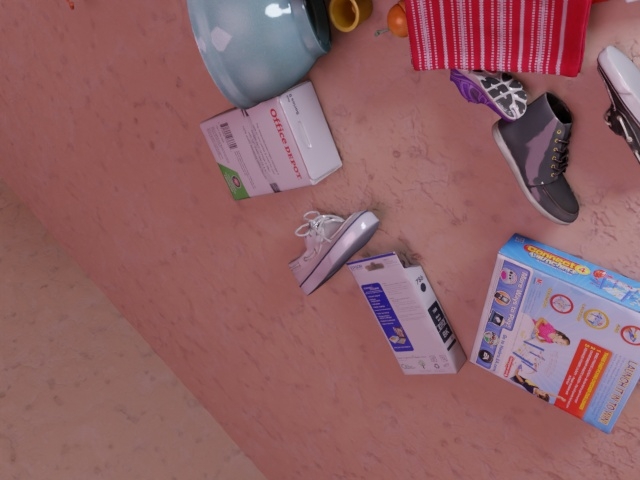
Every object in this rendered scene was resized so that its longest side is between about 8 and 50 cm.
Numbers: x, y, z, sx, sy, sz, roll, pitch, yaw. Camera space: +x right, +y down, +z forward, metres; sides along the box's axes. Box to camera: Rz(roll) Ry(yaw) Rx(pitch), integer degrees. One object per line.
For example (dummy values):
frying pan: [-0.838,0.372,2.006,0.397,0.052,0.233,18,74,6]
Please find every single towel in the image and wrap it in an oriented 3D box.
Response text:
towel: [0.266,-0.331,0.927,0.274,0.031,0.199,8,152,18]

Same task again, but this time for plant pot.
plant pot: [-0.096,-0.420,1.158,0.196,0.293,0.293,-11,112,17]

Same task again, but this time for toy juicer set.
toy juicer set: [0.120,-0.497,1.016,0.209,0.089,0.329,29,134,25]

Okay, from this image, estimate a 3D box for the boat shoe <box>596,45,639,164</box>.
boat shoe: [0.472,-0.189,0.920,0.070,0.078,0.219,-28,99,48]

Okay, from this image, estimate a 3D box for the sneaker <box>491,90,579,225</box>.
sneaker: [0.396,-0.134,1.025,0.222,0.083,0.118,55,139,-1]

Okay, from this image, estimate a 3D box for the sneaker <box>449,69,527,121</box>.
sneaker: [0.288,-0.259,1.047,0.170,0.068,0.071,55,159,31]

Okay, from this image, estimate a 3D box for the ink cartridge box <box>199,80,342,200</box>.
ink cartridge box: [-0.117,-0.224,1.404,0.289,0.121,0.211,-5,114,44]

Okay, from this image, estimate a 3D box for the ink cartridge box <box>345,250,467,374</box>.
ink cartridge box: [0.203,0.167,1.433,0.165,0.065,0.333,-14,109,47]

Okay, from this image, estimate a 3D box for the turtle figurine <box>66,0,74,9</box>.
turtle figurine: [-0.647,-0.749,1.548,0.217,0.087,0.269,58,148,5]

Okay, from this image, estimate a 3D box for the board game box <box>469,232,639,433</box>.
board game box: [0.470,0.180,1.178,0.302,0.086,0.308,26,133,27]

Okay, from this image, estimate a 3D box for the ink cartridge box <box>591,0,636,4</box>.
ink cartridge box: [0.403,-0.461,0.806,0.239,0.060,0.275,0,118,41]

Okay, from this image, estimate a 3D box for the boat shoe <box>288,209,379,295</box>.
boat shoe: [0.006,-0.004,1.457,0.156,0.136,0.367,50,149,7]
